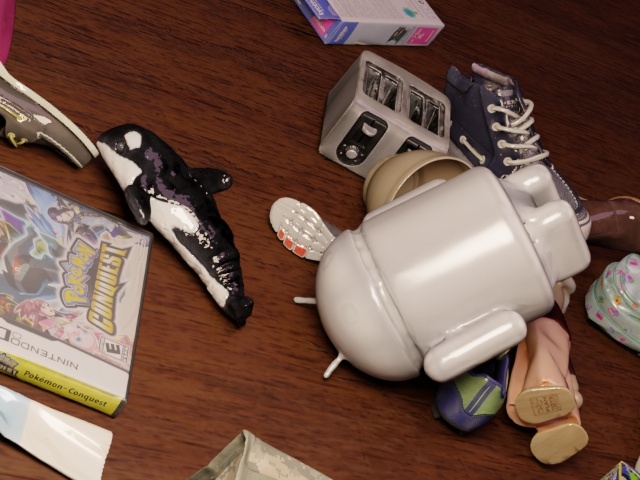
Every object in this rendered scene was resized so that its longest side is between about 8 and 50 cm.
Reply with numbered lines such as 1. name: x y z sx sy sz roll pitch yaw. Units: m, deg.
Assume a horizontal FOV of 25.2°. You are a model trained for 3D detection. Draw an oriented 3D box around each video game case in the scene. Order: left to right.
1. video game case: -0.311 0.040 1.560 0.248 0.035 0.274 25 37 -19

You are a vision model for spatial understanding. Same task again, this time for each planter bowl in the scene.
1. planter bowl: 0.126 -0.058 1.983 0.162 0.162 0.109 7 20 -38

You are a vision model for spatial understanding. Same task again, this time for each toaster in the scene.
1. toaster: 0.097 -0.171 2.104 0.168 0.110 0.185 29 35 -15

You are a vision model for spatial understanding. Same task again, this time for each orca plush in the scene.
1. orca plush: -0.147 -0.040 1.702 0.287 0.102 0.151 56 14 24

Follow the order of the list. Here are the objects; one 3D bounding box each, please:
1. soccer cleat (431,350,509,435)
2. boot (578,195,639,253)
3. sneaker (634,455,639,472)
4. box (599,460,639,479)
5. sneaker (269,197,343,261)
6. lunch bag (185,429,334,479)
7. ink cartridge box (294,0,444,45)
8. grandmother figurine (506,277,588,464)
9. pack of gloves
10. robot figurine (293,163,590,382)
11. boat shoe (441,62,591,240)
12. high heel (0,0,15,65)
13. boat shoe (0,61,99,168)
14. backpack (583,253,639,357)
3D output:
1. soccer cleat: 0.216 0.131 1.860 0.093 0.121 0.289 32 35 -9
2. boot: 0.380 -0.008 2.146 0.248 0.090 0.207 20 31 30
3. sneaker: 0.500 0.268 1.994 0.252 0.111 0.103 -38 112 -37
4. box: 0.438 0.359 1.858 0.169 0.059 0.054 32 34 -9
5. sneaker: 0.000 0.000 1.887 0.158 0.061 0.065 38 8 -3
6. lunch bag: -0.041 0.362 1.333 0.235 0.169 0.287 32 43 -16
7. ink cartridge box: 0.046 -0.404 2.365 0.311 0.065 0.185 -5 54 -48
8. grandmother figurine: 0.301 0.135 1.940 0.104 0.207 0.342 -8 29 11
9. pack of gloves: -0.311 0.202 1.369 0.232 0.046 0.195 26 36 -17
10. robot figurine: 0.144 0.043 1.743 0.199 0.354 0.300 61 6 -39
11. boat shoe: 0.277 -0.135 2.097 0.127 0.158 0.340 -14 37 -32
12. high heel: -0.435 -0.359 1.876 0.181 0.127 0.377 58 23 -24
13. boat shoe: -0.367 -0.153 1.702 0.228 0.081 0.068 40 77 -19
14. backpack: 0.489 0.103 2.147 0.182 0.115 0.152 30 38 -8
